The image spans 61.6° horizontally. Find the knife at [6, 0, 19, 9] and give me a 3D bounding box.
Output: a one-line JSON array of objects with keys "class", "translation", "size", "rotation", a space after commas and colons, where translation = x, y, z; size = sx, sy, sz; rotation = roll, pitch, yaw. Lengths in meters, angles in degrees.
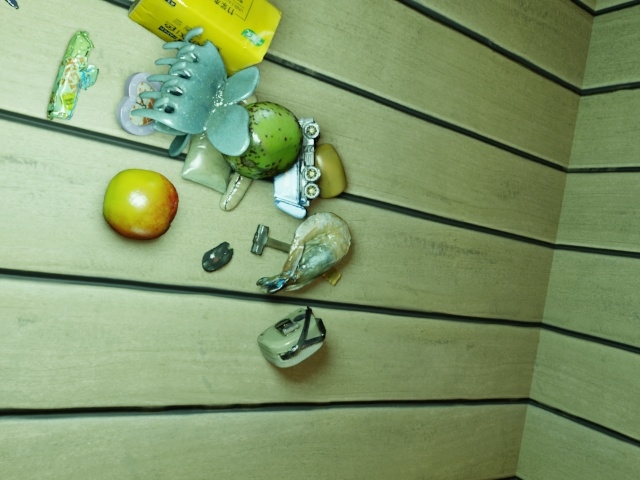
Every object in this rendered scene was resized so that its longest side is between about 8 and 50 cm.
[{"class": "knife", "translation": [-0.905, -0.701, 1.510], "size": [0.121, 0.018, 0.031], "rotation": [42, 66, -29]}]

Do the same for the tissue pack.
[{"class": "tissue pack", "translation": [-0.364, -0.714, 1.698], "size": [0.382, 0.293, 0.228], "rotation": [26, 76, -32]}]

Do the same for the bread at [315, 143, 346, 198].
[{"class": "bread", "translation": [0.029, -0.272, 2.112], "size": [0.147, 0.098, 0.217], "rotation": [-32, 110, -22]}]

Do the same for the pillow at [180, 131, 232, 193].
[{"class": "pillow", "translation": [-0.362, -0.331, 1.863], "size": [0.185, 0.075, 0.302], "rotation": [20, 82, -37]}]

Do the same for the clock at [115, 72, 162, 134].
[{"class": "clock", "translation": [-0.567, -0.429, 1.725], "size": [0.172, 0.064, 0.198], "rotation": [21, 84, -52]}]

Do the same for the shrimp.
[{"class": "shrimp", "translation": [-0.053, 0.053, 2.038], "size": [0.445, 0.110, 0.221], "rotation": [-40, 108, -26]}]

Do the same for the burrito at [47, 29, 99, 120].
[{"class": "burrito", "translation": [-0.736, -0.487, 1.619], "size": [0.104, 0.054, 0.288], "rotation": [17, 86, -33]}]

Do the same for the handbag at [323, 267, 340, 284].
[{"class": "handbag", "translation": [0.037, 0.135, 2.200], "size": [0.083, 0.027, 0.061], "rotation": [43, 74, -25]}]

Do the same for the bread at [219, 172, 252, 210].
[{"class": "bread", "translation": [-0.293, -0.200, 1.937], "size": [0.073, 0.053, 0.214], "rotation": [36, 76, -26]}]

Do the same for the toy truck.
[{"class": "toy truck", "translation": [-0.082, -0.266, 1.981], "size": [0.175, 0.146, 0.367], "rotation": [1, 93, 0]}]

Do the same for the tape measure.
[{"class": "tape measure", "translation": [-0.084, 0.350, 2.023], "size": [0.271, 0.231, 0.133], "rotation": [-29, 108, -27]}]

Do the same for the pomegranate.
[{"class": "pomegranate", "translation": [-0.219, -0.378, 1.792], "size": [0.285, 0.285, 0.341], "rotation": [-20, 82, -30]}]

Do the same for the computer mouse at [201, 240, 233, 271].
[{"class": "computer mouse", "translation": [-0.365, 0.060, 1.922], "size": [0.135, 0.047, 0.079], "rotation": [-42, 116, -24]}]

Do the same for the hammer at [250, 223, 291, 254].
[{"class": "hammer", "translation": [-0.096, 0.042, 2.083], "size": [0.365, 0.043, 0.111], "rotation": [19, 84, -30]}]

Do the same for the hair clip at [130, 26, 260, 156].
[{"class": "hair clip", "translation": [-0.384, -0.445, 1.635], "size": [0.238, 0.392, 0.318], "rotation": [33, 72, -46]}]

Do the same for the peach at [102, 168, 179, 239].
[{"class": "peach", "translation": [-0.562, -0.114, 1.684], "size": [0.231, 0.231, 0.231], "rotation": [-4, 97, -32]}]
